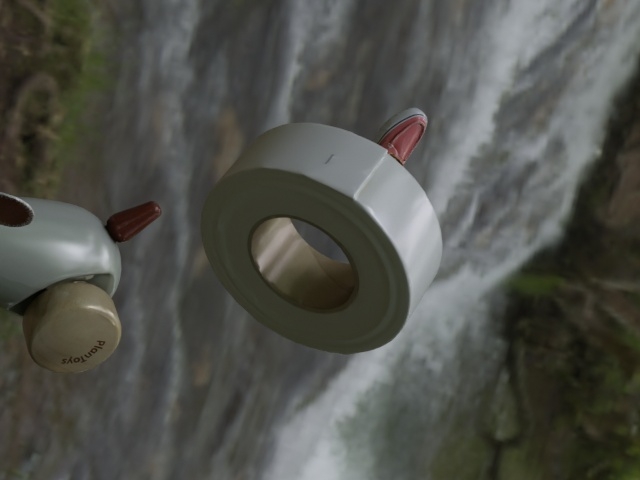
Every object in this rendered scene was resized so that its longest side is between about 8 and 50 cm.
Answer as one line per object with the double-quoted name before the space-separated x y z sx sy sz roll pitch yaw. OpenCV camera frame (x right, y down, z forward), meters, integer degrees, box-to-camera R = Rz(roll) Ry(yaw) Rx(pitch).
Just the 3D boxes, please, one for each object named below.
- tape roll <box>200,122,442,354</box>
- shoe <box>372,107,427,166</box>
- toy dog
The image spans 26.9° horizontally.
"tape roll" 0.000 0.000 1.611 0.100 0.286 0.286 -53 146 -42
"shoe" 0.096 -0.098 1.859 0.178 0.081 0.063 -47 134 11
"toy dog" -0.261 -0.027 1.115 0.161 0.220 0.333 -42 152 9
